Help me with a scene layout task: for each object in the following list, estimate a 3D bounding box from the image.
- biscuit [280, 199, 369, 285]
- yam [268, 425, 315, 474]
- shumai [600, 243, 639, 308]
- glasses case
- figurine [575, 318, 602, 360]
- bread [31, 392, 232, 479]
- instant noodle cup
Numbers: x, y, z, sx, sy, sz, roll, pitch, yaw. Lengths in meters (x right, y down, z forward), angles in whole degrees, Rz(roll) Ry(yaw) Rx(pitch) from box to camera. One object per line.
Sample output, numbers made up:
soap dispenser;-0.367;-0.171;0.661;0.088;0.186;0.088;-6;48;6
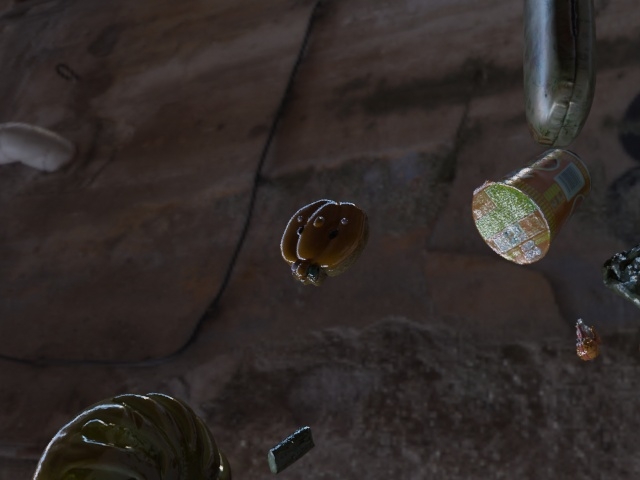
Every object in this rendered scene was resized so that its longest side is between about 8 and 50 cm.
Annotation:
biscuit;-0.002;-0.003;1.674;0.050;0.170;0.170;50;-135;-42
yam;-0.049;0.340;1.601;0.094;0.043;0.043;-28;-69;-34
shumai;0.595;0.040;1.587;0.204;0.222;0.272;-60;-2;10
glasses case;0.364;-0.326;1.507;0.156;0.098;0.425;96;-178;-54
figurine;0.496;0.180;1.834;0.064;0.047;0.109;48;-156;-16
bread;-0.235;0.358;1.334;0.333;0.160;0.333;-1;-88;-51
instant noodle cup;0.388;-0.075;1.761;0.185;0.168;0.168;-37;-61;-35
